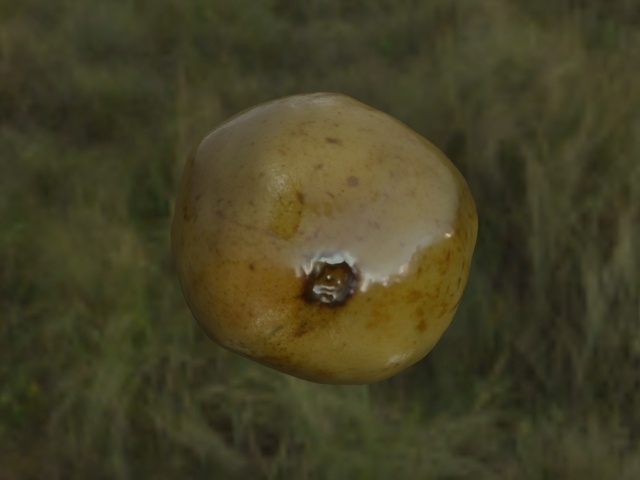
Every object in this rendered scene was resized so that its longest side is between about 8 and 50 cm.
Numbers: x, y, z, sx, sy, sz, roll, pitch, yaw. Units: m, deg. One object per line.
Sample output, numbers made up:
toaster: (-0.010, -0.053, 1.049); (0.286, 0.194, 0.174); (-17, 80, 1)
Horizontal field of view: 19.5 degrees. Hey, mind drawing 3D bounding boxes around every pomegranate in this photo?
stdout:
pomegranate: (0.000, 0.000, 1.113); (0.196, 0.196, 0.196); (-3, 23, 1)
